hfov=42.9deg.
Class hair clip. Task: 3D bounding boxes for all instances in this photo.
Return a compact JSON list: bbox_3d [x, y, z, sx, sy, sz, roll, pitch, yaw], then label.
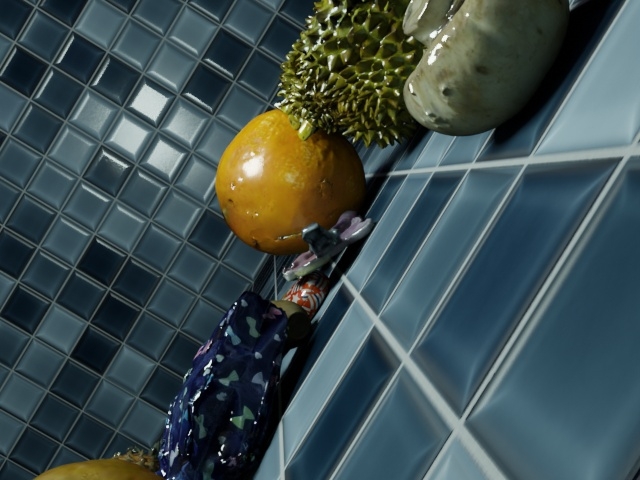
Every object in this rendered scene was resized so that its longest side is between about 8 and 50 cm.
[{"bbox_3d":[0.005,0.007,1.157,0.146,0.056,0.187,-37,-5,0],"label":"hair clip"}]

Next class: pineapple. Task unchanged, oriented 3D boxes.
[{"bbox_3d":[-0.331,0.459,1.509,0.166,0.165,0.364,-59,-3,-8],"label":"pineapple"}]

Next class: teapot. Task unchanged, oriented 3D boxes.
[{"bbox_3d":[-0.045,0.136,1.101,0.080,0.085,0.111,-4,81,56],"label":"teapot"}]

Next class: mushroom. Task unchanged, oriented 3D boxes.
[{"bbox_3d":[0.132,-0.169,0.694,0.166,0.127,0.166,-156,90,-86],"label":"mushroom"}]

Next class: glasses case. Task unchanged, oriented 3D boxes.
[{"bbox_3d":[-0.051,0.119,1.204,0.194,0.049,0.073,-55,6,37],"label":"glasses case"}]

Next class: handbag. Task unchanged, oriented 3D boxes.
[{"bbox_3d":[-0.117,0.190,0.989,0.162,0.113,0.260,-48,20,41],"label":"handbag"}]

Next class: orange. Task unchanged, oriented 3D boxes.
[{"bbox_3d":[-0.048,-0.089,1.330,0.246,0.246,0.246,-58,5,8],"label":"orange"}]

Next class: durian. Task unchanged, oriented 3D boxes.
[{"bbox_3d":[0.072,-0.267,1.185,0.293,0.258,0.258,-29,26,46],"label":"durian"}]

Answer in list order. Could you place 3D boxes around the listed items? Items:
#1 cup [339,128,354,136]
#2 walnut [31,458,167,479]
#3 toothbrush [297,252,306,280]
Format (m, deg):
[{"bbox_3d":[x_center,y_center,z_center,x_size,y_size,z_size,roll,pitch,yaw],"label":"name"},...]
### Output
[{"bbox_3d":[0.108,-0.360,1.685,0.256,0.178,0.255,141,145,-79],"label":"cup"},{"bbox_3d":[-0.197,0.307,0.696,0.298,0.203,0.203,-59,4,41],"label":"walnut"},{"bbox_3d":[-0.027,0.036,1.588,0.297,0.030,0.031,-88,19,-79],"label":"toothbrush"}]
